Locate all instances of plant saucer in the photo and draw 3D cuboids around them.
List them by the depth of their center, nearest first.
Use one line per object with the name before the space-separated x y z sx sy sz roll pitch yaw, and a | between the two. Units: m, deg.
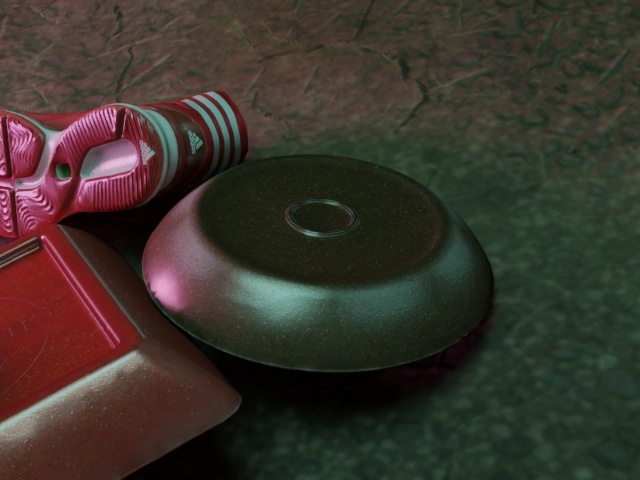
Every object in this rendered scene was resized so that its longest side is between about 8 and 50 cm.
plant saucer | -0.201 0.083 0.712 0.258 0.048 0.259 -28 26 -13
plant saucer | 0.000 0.000 0.749 0.198 0.036 0.198 3 31 -2

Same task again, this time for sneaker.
sneaker | -0.137 -0.052 0.885 0.221 0.087 0.128 4 11 42
